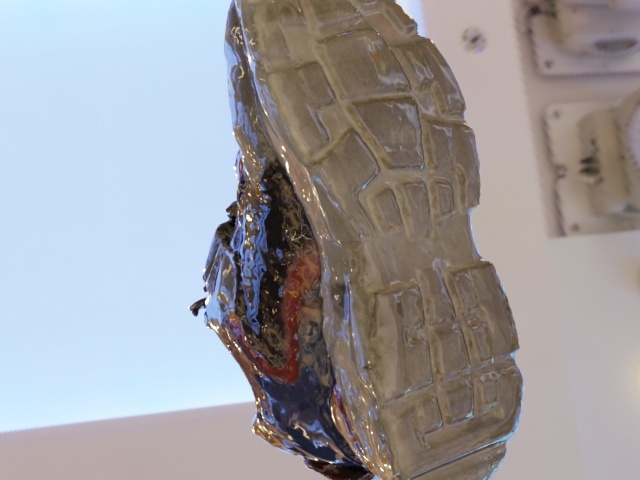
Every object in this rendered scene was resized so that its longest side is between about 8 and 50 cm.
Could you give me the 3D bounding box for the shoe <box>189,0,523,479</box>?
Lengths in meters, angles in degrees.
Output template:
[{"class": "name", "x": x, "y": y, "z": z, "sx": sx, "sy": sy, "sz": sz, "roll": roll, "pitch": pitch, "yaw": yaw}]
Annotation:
[{"class": "shoe", "x": 0.000, "y": 0.000, "z": 0.618, "sx": 0.099, "sy": 0.125, "sz": 0.228, "roll": -16, "pitch": -89, "yaw": -39}]
